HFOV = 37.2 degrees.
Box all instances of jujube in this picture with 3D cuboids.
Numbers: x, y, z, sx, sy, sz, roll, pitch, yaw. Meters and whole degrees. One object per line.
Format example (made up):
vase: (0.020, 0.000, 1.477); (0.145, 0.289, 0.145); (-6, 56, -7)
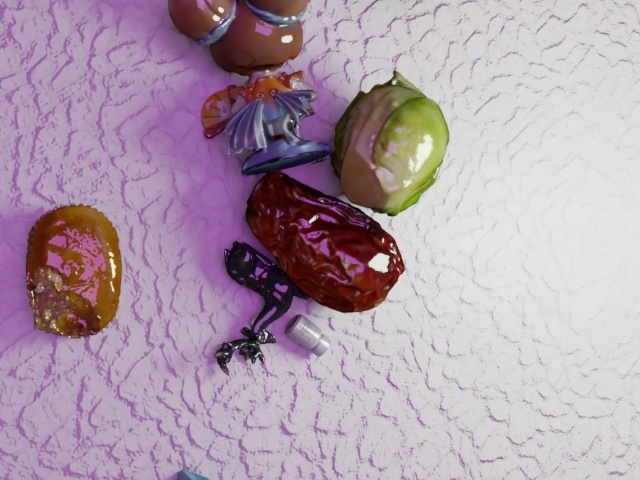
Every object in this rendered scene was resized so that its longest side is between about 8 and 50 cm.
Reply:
jujube: (0.000, 0.000, 1.895); (0.342, 0.216, 0.216); (41, 76, -7)

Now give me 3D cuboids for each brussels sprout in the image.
brussels sprout: (0.139, -0.185, 1.912); (0.227, 0.259, 0.294); (23, 41, 16)

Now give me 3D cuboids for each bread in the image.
bread: (-0.458, 0.058, 1.768); (0.179, 0.133, 0.250); (2, 88, -23)

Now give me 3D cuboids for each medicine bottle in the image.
medicine bottle: (-0.025, 0.195, 1.948); (0.089, 0.052, 0.052); (40, 76, -13)

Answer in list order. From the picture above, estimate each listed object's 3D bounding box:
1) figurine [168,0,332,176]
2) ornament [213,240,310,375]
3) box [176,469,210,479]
figurine: (-0.122, -0.333, 1.855); (0.276, 0.248, 0.388); (-11, 89, 5)
ornament: (-0.156, 0.143, 1.892); (0.202, 0.080, 0.236); (37, 77, -17)
box: (-0.265, 0.565, 1.800); (0.083, 0.142, 0.232); (26, 80, -16)
